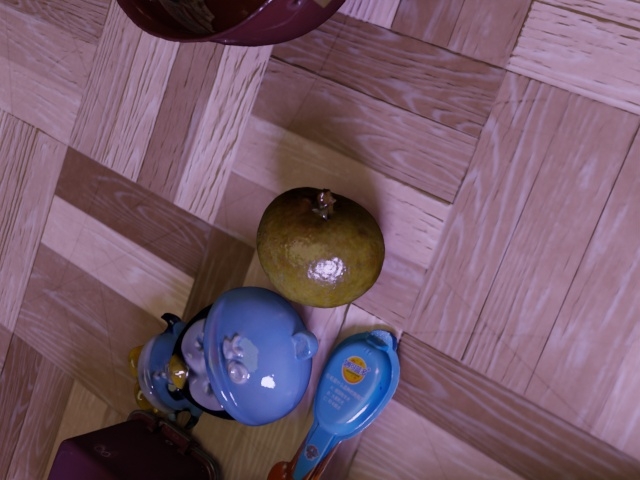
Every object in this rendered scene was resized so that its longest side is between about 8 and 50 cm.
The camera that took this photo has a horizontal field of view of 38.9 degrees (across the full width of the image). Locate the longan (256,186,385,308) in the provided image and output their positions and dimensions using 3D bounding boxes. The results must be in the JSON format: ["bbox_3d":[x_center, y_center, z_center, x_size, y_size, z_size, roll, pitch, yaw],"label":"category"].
[{"bbox_3d":[0.000,0.000,1.084,0.154,0.176,0.145,0,44,1],"label":"longan"}]

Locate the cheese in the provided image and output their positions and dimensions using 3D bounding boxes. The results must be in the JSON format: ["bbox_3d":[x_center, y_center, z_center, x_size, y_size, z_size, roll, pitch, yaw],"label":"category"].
[{"bbox_3d":[0.017,0.220,1.112,0.106,0.037,0.256,31,90,39],"label":"cheese"}]

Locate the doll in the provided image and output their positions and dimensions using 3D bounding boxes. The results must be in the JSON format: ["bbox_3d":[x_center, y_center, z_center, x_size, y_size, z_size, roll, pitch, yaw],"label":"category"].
[{"bbox_3d":[-0.126,0.158,1.179,0.314,0.141,0.177,-18,82,36],"label":"doll"}]

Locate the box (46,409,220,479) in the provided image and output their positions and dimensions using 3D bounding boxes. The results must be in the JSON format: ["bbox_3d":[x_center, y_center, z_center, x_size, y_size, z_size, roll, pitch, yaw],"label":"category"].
[{"bbox_3d":[-0.287,0.403,1.266,0.193,0.167,0.294,26,103,30],"label":"box"}]

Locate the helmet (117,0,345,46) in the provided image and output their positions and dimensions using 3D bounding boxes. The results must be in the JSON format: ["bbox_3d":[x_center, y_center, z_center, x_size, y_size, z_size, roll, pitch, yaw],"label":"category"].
[{"bbox_3d":[-0.058,-0.391,1.090,0.337,0.230,0.385,28,97,33],"label":"helmet"}]
